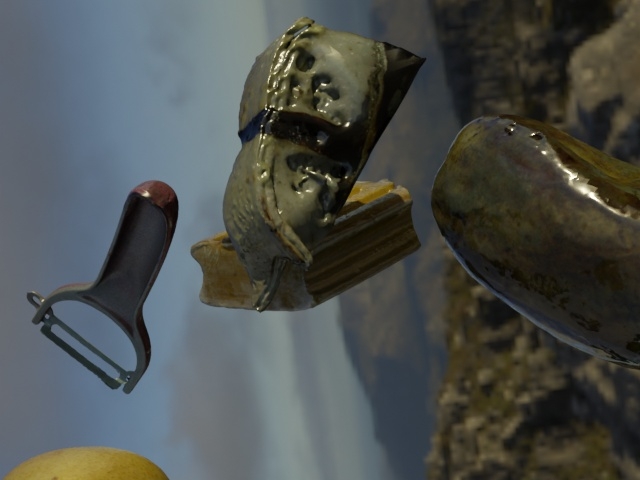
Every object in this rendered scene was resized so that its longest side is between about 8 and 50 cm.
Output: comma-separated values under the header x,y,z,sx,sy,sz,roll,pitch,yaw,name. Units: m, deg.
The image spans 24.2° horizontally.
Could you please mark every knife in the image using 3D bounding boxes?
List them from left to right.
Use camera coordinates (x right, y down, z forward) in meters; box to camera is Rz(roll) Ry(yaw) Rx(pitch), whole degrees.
x,y,z,sx,sy,sz,roll,pitch,yaw,name
-0.162,0.019,1.194,0.053,0.123,0.278,-56,0,-37,knife

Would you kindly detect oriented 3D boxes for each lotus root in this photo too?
x,y,z,sx,sy,sz,roll,pitch,yaw,name
0.208,0.004,1.165,0.160,0.275,0.152,25,-88,-55,lotus root

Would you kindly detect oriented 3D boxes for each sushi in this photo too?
x,y,z,sx,sy,sz,roll,pitch,yaw,name
-0.033,-0.079,1.306,0.273,0.109,0.134,-62,22,-16,sushi

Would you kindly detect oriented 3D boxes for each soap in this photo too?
x,y,z,sx,sy,sz,roll,pitch,yaw,name
0.000,0.000,1.445,0.232,0.140,0.073,-27,-66,-52,soap

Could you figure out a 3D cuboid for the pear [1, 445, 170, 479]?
x,y,z,sx,sy,sz,roll,pitch,yaw,name
-0.321,0.424,1.962,0.314,0.314,0.314,173,90,-89,pear
